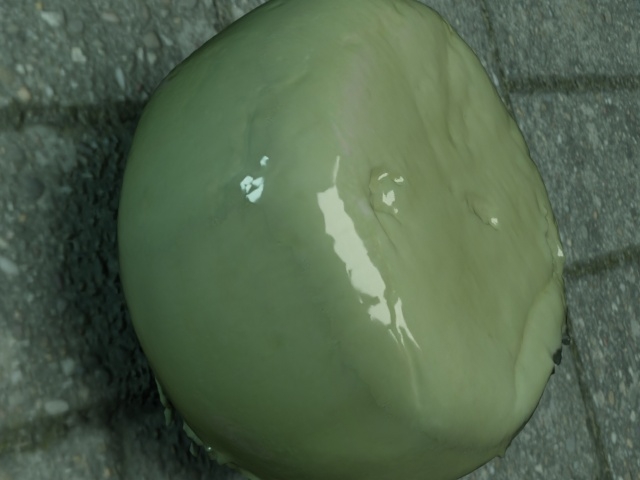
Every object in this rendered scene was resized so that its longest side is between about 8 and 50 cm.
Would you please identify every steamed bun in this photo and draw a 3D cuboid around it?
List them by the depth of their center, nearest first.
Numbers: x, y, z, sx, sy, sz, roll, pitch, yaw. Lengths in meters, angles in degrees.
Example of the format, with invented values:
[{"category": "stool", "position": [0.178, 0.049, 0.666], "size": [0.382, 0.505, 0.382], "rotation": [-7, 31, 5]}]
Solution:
[{"category": "steamed bun", "position": [0.000, 0.000, 0.878], "size": [0.312, 0.233, 0.334], "rotation": [64, 31, -8]}]
